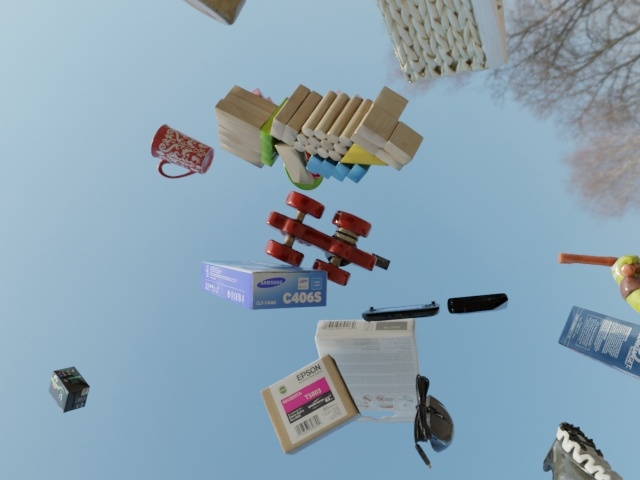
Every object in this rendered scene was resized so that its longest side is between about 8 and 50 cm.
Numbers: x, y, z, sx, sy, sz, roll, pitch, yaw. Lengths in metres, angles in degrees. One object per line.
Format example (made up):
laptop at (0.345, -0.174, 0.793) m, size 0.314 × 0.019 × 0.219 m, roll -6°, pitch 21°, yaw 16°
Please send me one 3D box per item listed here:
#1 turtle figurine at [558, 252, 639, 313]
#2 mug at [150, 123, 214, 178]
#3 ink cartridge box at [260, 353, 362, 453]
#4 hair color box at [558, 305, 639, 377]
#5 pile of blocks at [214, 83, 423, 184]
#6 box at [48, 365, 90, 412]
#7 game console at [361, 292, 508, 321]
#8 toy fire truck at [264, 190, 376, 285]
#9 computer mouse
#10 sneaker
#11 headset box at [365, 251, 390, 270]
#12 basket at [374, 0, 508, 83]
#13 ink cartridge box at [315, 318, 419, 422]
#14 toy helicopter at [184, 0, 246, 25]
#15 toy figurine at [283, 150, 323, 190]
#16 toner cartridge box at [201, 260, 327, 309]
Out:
turtle figurine at (0.331, 0.070, 0.389) m, size 0.269 × 0.217 × 0.087 m, roll 30°, pitch -96°, yaw 19°
mug at (-0.435, -0.270, 1.559) m, size 0.169 × 0.150 × 0.113 m, roll 23°, pitch -139°, yaw 2°
ink cartridge box at (-0.028, 0.470, 1.410) m, size 0.234 × 0.088 × 0.193 m, roll -29°, pitch -117°, yaw -1°
hair color box at (0.697, 0.248, 1.031) m, size 0.173 × 0.347 × 0.105 m, roll 23°, pitch -91°, yaw -12°
pile of blocks at (-0.001, -0.175, 0.773) m, size 0.361 × 0.149 × 0.113 m, roll 15°, pitch -121°, yaw 29°
box at (-0.585, 0.345, 1.140) m, size 0.083 × 0.062 × 0.052 m, roll 31°, pitch -161°, yaw 32°
game console at (0.281, 0.171, 1.236) m, size 0.213 × 0.360 × 0.044 m, roll 27°, pitch -124°, yaw -70°
toy fire truck at (0.000, 0.000, 1.282) m, size 0.301 × 0.254 × 0.170 m, roll 23°, pitch -91°, yaw 2°
computer mouse at (0.278, 0.458, 1.162) m, size 0.184 × 0.060 × 0.262 m, roll -74°, pitch -33°, yaw -46°
sneaker at (0.419, 0.393, 0.743) m, size 0.078 × 0.106 × 0.234 m, roll 24°, pitch -165°, yaw -15°
headset box at (0.164, 0.060, 1.432) m, size 0.062 × 0.083 × 0.032 m, roll 23°, pitch -94°, yaw -8°
basket at (0.111, -0.250, 0.464) m, size 0.167 × 0.103 × 0.114 m, roll 54°, pitch -142°, yaw -46°
ink cartridge box at (0.168, 0.426, 1.583) m, size 0.091 × 0.307 × 0.385 m, roll -71°, pitch -27°, yaw -57°
toy helicopter at (-0.221, -0.304, 0.423) m, size 0.354 × 0.140 × 0.235 m, roll 25°, pitch -172°, yaw -27°
toy figurine at (0.003, -0.223, 1.195) m, size 0.130 × 0.159 × 0.173 m, roll -6°, pitch -93°, yaw -39°
toner cartridge box at (-0.140, 0.091, 1.089) m, size 0.165 × 0.347 × 0.075 m, roll 0°, pitch -89°, yaw -29°
